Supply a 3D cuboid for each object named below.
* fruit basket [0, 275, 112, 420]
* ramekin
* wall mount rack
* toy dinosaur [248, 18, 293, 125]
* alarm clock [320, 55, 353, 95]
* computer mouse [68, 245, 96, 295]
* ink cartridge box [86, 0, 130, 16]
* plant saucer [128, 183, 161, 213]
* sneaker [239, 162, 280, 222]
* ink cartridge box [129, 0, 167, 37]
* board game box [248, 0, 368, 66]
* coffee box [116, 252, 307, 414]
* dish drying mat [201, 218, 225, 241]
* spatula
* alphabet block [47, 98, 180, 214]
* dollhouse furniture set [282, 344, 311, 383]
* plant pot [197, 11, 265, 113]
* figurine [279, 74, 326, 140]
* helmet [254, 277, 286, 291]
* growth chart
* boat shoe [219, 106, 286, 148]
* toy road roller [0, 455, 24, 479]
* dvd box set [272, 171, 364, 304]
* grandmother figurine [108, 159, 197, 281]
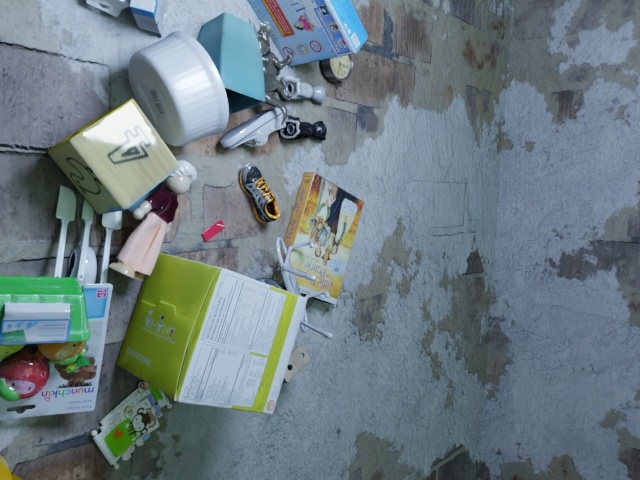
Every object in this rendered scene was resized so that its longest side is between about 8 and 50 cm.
[{"bbox_3d":[-0.665,0.262,1.230,0.326,0.165,0.353,5,101,-34],"label":"fruit basket"},{"bbox_3d":[-0.375,-0.381,1.390,0.135,0.277,0.277,-33,119,-30],"label":"ramekin"},{"bbox_3d":[-0.045,0.157,1.727,0.304,0.130,0.350,-85,160,-67],"label":"wall mount rack"},{"bbox_3d":[-0.172,-0.516,1.694,0.160,0.121,0.314,-3,92,-38],"label":"toy dinosaur"},{"bbox_3d":[0.061,-0.624,1.955,0.129,0.064,0.192,-26,112,-41],"label":"alarm clock"},{"bbox_3d":[-0.611,0.110,1.367,0.106,0.042,0.193,7,90,-46],"label":"computer mouse"},{"bbox_3d":[-0.519,-0.641,1.326,0.092,0.089,0.143,9,88,-47],"label":"ink cartridge box"},{"bbox_3d":[-0.491,-0.127,1.475,0.119,0.021,0.120,-7,100,-46],"label":"plant saucer"},{"bbox_3d":[-0.190,-0.155,1.744,0.084,0.083,0.215,-42,122,-33],"label":"sneaker"},{"bbox_3d":[-0.442,-0.610,1.390,0.060,0.180,0.104,9,88,-10],"label":"ink cartridge box"},{"bbox_3d":[-0.052,-0.707,1.654,0.086,0.301,0.308,-57,131,-25],"label":"board game box"},{"bbox_3d":[-0.302,0.252,1.497,0.334,0.337,0.339,25,78,-45],"label":"coffee box"},{"bbox_3d":[-0.332,-0.031,1.665,0.083,0.008,0.032,-43,125,-34],"label":"dish drying mat"},{"bbox_3d":[-0.588,-0.005,1.356,0.168,0.019,0.242,18,67,-50],"label":"spatula"},{"bbox_3d":[-0.503,-0.201,1.316,0.193,0.192,0.197,-49,119,-32],"label":"alphabet block"},{"bbox_3d":[-0.153,0.387,1.854,0.129,0.129,0.184,-38,92,-37],"label":"dollhouse furniture set"},{"bbox_3d":[-0.269,-0.517,1.560,0.165,0.165,0.235,8,82,-46],"label":"plant pot"},{"bbox_3d":[-0.046,-0.454,1.863,0.209,0.092,0.215,-10,102,-53],"label":"figurine"},{"bbox_3d":[-0.181,0.207,1.752,0.169,0.169,0.162,29,87,-44],"label":"helmet"},{"bbox_3d":[-0.530,0.513,1.524,0.237,0.021,0.172,-47,127,-31],"label":"growth chart"},{"bbox_3d":[-0.205,-0.340,1.701,0.267,0.096,0.088,-46,121,-43],"label":"boat shoe"},{"bbox_3d":[-0.772,0.634,1.163,0.240,0.202,0.330,31,71,-55],"label":"toy road roller"},{"bbox_3d":[0.000,0.000,1.978,0.307,0.062,0.421,26,76,-44],"label":"dvd box set"},{"bbox_3d":[-0.435,-0.061,1.442,0.104,0.208,0.343,26,80,-3],"label":"grandmother figurine"}]
